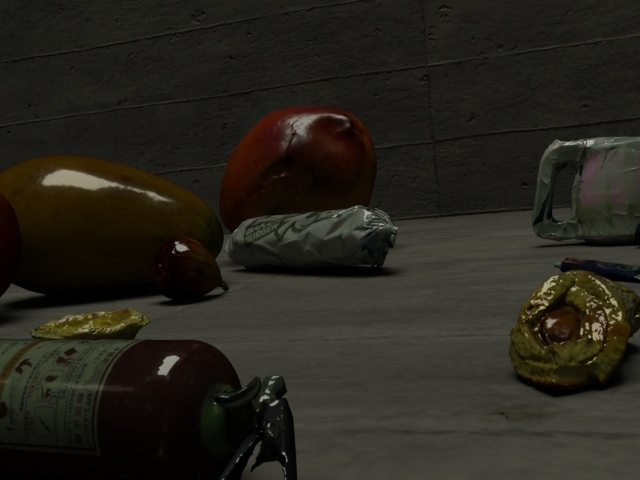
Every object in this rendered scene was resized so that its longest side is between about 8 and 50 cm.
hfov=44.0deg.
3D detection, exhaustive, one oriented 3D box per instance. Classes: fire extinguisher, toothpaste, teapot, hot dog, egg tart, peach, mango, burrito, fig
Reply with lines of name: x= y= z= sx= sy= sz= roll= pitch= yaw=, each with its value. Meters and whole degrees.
fire extinguisher: x=-0.104 y=0.090 z=0.365 sx=0.231 sy=0.071 sz=0.099 roll=-2 pitch=33 yaw=27
toothpaste: x=0.321 y=0.033 z=0.909 sx=0.037 sy=0.021 sz=0.140 roll=-13 pitch=9 yaw=-28
teapot: x=0.475 y=-0.087 z=1.310 sx=0.163 sy=0.178 sz=0.221 roll=-8 pitch=4 yaw=-44
hot dog: x=0.169 y=0.051 z=0.526 sx=0.078 sy=0.061 sz=0.169 roll=-5 pitch=3 yaw=27
egg tart: x=-0.202 y=0.086 z=0.698 sx=0.105 sy=0.039 sz=0.105 roll=-5 pitch=3 yaw=0
peach: x=-0.038 y=-0.117 z=1.601 sx=0.372 sy=0.290 sz=0.372 roll=-13 pitch=-10 yaw=-2
mango: x=-0.336 y=-0.019 z=1.234 sx=0.378 sy=0.221 sz=0.264 roll=5 pitch=-1 yaw=3
burrito: x=0.000 y=0.000 z=1.284 sx=0.139 sy=0.101 sz=0.445 roll=1 pitch=-3 yaw=-35
fig: x=-0.164 y=0.046 z=1.072 sx=0.125 sy=0.089 sz=0.089 roll=18 pitch=-12 yaw=-38

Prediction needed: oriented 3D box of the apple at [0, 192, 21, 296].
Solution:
apple: x=-0.507 y=0.012 z=1.030 sx=0.229 sy=0.230 sz=0.230 roll=-5 pitch=4 yaw=0

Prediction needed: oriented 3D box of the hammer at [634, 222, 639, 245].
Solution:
hammer: x=0.590 y=-0.014 z=1.105 sx=0.289 sy=0.037 sz=0.137 roll=-2 pitch=5 yaw=37
